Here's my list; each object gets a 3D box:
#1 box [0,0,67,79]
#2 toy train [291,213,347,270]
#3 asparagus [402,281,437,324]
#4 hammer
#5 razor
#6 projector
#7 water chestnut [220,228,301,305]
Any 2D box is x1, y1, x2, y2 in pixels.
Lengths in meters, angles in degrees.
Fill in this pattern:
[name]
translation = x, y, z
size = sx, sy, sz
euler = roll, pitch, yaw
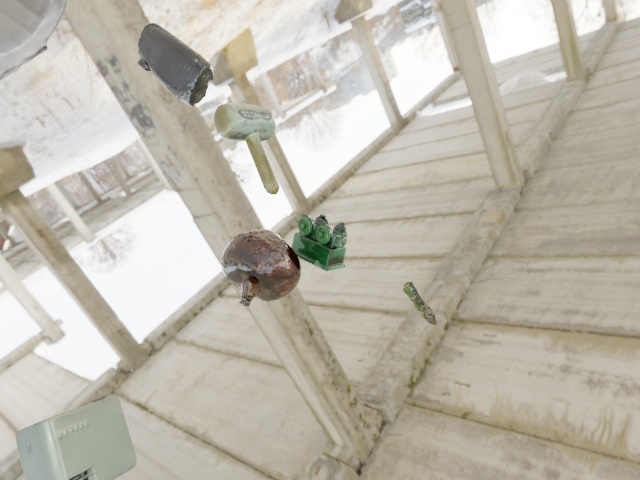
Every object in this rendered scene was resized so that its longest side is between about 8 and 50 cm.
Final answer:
[box]
translation = -0.533, -0.403, 0.605
size = 0.291, 0.262, 0.206
euler = 20, 177, 12
[toy train]
translation = 0.000, 0.000, 1.944
size = 0.266, 0.202, 0.145
euler = 25, -160, 38
[asparagus]
translation = 0.275, 0.176, 1.220
size = 0.030, 0.165, 0.036
euler = -13, -145, 47
[hammer]
translation = -0.191, -0.273, 1.350
size = 0.202, 0.305, 0.113
euler = -12, 164, -46
[razor]
translation = -0.553, -0.664, 1.680
size = 0.107, 0.327, 0.189
euler = -27, 154, -56
[projector]
translation = -0.593, 0.520, 1.103
size = 0.108, 0.198, 0.250
euler = -26, 169, 12
[water chestnut]
translation = -0.252, 0.125, 1.812
size = 0.350, 0.350, 0.302
euler = -4, -133, 43
